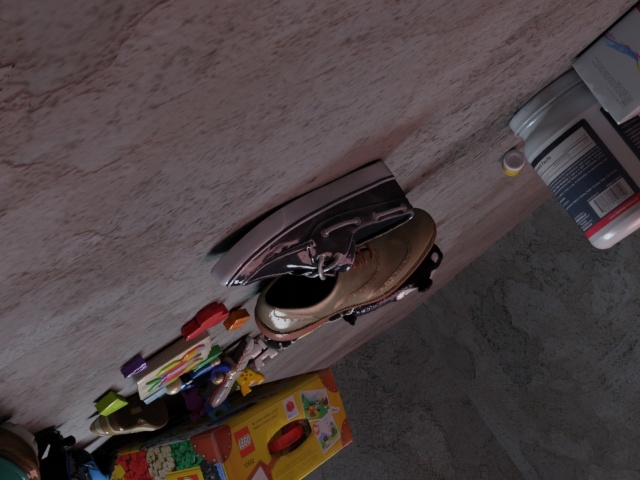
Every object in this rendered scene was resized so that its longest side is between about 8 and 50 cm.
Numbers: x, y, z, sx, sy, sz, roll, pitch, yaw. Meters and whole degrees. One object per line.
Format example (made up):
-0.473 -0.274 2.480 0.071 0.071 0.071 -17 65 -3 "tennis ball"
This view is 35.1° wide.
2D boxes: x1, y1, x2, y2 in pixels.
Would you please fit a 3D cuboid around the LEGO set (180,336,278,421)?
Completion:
-0.195 0.279 2.078 0.227 0.093 0.087 -39 -158 -5 "LEGO set"

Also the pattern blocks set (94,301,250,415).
-0.237 0.199 1.648 0.285 0.026 0.325 -35 169 -1 "pattern blocks set"

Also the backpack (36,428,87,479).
-0.442 0.453 1.496 0.276 0.213 0.263 -34 -167 -11 "backpack"

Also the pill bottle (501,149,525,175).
0.392 -0.156 2.064 0.043 0.043 0.083 -35 170 0 "pill bottle"

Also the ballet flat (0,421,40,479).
-0.438 0.310 1.326 0.342 0.116 0.124 -43 -172 40 "ballet flat"

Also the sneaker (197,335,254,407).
-0.191 0.250 2.004 0.158 0.065 0.061 -58 166 -5 "sneaker"

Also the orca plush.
0.152 0.069 2.315 0.287 0.102 0.151 -24 -146 -7 "orca plush"

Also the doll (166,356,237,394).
-0.231 0.251 1.885 0.129 0.046 0.189 -32 167 26 "doll"

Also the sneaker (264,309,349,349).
-0.018 0.140 2.022 0.208 0.081 0.094 -30 178 6 "sneaker"

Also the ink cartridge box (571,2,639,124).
0.511 -0.289 1.579 0.176 0.127 0.128 -43 168 37 "ink cartridge box"

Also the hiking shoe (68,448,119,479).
-0.482 0.440 1.861 0.132 0.113 0.304 -65 164 -3 "hiking shoe"

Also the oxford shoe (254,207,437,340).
0.051 0.045 1.651 0.348 0.123 0.130 -34 165 -14 "oxford shoe"

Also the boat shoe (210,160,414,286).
0.000 0.000 1.296 0.301 0.102 0.108 -29 168 -36 "boat shoe"

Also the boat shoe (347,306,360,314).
0.059 0.118 2.166 0.219 0.070 0.078 -32 170 -19 "boat shoe"

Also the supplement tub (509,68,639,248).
0.468 -0.140 1.712 0.191 0.272 0.191 -34 170 -7 "supplement tub"

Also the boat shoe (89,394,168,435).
-0.341 0.313 1.792 0.072 0.068 0.190 -26 164 17 "boat shoe"

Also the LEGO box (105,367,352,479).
-0.216 0.470 2.247 0.373 0.193 0.500 -18 180 29 "LEGO box"
